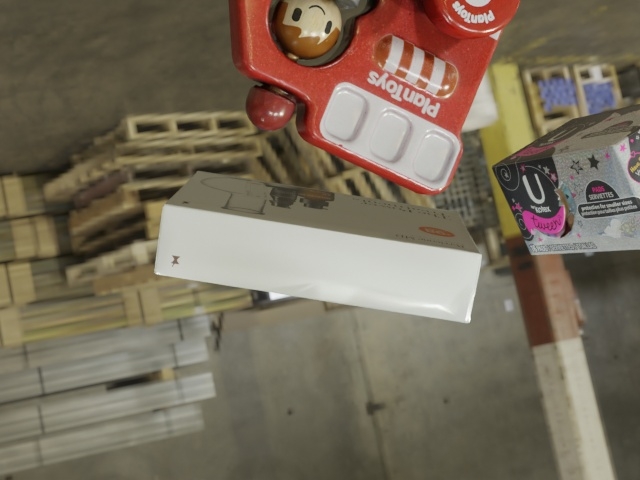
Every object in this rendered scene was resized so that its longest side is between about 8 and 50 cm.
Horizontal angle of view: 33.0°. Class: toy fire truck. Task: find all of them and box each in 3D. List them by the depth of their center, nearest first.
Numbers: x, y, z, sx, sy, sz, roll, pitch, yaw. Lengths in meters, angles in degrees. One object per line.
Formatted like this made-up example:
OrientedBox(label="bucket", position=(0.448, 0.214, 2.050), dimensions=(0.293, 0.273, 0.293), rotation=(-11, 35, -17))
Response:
OrientedBox(label="toy fire truck", position=(0.041, -0.207, 1.097), dimensions=(0.302, 0.253, 0.169), rotation=(22, 177, -22))

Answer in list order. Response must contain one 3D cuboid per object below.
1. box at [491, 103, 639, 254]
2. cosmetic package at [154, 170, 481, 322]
OrientedBox(label="box", position=(0.364, -0.080, 1.359), dimensions=(0.163, 0.142, 0.247), rotation=(-29, -171, -23))
OrientedBox(label="cosmetic package", position=(0.000, 0.000, 1.387), dimensions=(0.378, 0.097, 0.284), rotation=(9, -166, -1))
